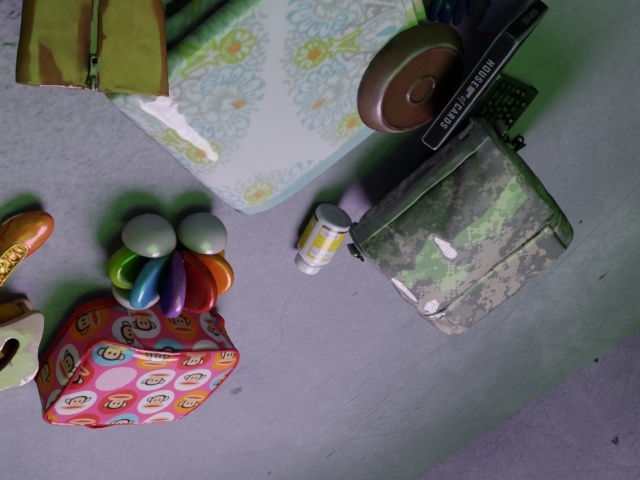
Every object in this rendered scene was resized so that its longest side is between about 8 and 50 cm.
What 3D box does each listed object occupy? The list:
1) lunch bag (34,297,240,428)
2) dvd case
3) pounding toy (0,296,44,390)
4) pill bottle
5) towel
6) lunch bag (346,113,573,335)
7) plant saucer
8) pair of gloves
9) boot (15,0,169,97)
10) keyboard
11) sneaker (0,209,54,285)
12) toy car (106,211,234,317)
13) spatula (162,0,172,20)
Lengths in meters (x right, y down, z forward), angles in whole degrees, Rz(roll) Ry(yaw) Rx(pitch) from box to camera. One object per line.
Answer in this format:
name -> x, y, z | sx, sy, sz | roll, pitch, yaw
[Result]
lunch bag -> -0.308, 0.222, 1.140 | 0.293, 0.120, 0.258 | 15, 124, -45
dvd case -> 0.233, -0.236, 0.957 | 0.179, 0.030, 0.239 | -55, 174, 37
pounding toy -> -0.528, 0.137, 0.931 | 0.270, 0.155, 0.154 | -19, 114, -32
pill bottle -> 0.000, 0.000, 1.152 | 0.065, 0.065, 0.116 | 2, 132, -37
towel -> -0.032, -0.213, 0.855 | 0.374, 0.090, 0.320 | -38, 147, 3
lunch bag -> 0.222, -0.030, 1.119 | 0.305, 0.212, 0.256 | -40, 136, 14
plant saucer -> 0.127, -0.204, 0.905 | 0.168, 0.029, 0.168 | -24, 147, -17
pair of gloves -> 0.239, -0.360, 0.949 | 0.198, 0.023, 0.159 | 1, 133, -35
boot -> -0.146, -0.270, 0.639 | 0.264, 0.096, 0.280 | -6, 115, -29
keyboard -> 0.272, -0.140, 1.217 | 0.202, 0.033, 0.317 | 7, 129, -41
sneaker -> -0.411, 0.027, 0.890 | 0.175, 0.067, 0.064 | -38, 141, 6
toy car -> -0.212, 0.051, 1.000 | 0.182, 0.136, 0.159 | -3, 135, -33
spatula -> -0.123, -0.261, 0.807 | 0.168, 0.019, 0.242 | -24, 142, -12
